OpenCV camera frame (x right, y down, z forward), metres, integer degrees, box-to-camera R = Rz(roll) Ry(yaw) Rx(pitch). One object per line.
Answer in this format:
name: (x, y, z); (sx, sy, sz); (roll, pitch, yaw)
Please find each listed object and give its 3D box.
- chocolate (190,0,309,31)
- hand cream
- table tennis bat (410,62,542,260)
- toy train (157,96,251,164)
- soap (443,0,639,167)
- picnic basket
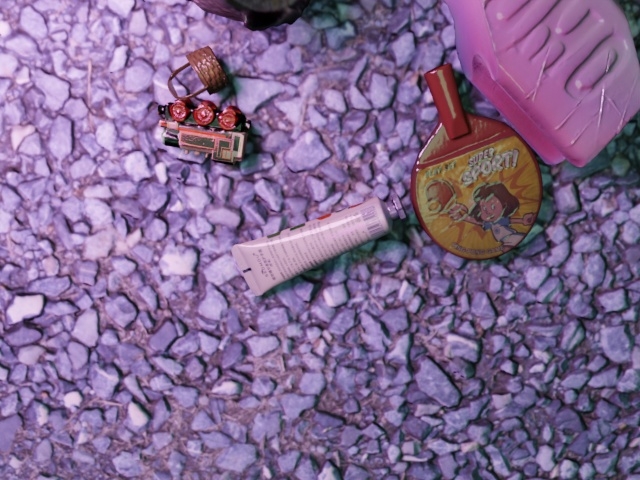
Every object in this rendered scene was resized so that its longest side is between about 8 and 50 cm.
chocolate: (-0.141, -0.417, 0.741); (0.213, 0.303, 0.302); (13, 106, 33)
hand cream: (0.000, 0.000, 0.945); (0.276, 0.059, 0.095); (-22, 104, 10)
table tennis bat: (0.226, -0.115, 0.928); (0.201, 0.038, 0.310); (-22, 106, 3)
toy train: (-0.175, -0.164, 0.904); (0.138, 0.050, 0.086); (10, 106, -2)
soap: (0.300, -0.278, 0.837); (0.324, 0.109, 0.193); (43, 90, -12)
picnic basket: (-0.181, -0.235, 0.877); (0.083, 0.072, 0.072); (-31, 102, -3)
